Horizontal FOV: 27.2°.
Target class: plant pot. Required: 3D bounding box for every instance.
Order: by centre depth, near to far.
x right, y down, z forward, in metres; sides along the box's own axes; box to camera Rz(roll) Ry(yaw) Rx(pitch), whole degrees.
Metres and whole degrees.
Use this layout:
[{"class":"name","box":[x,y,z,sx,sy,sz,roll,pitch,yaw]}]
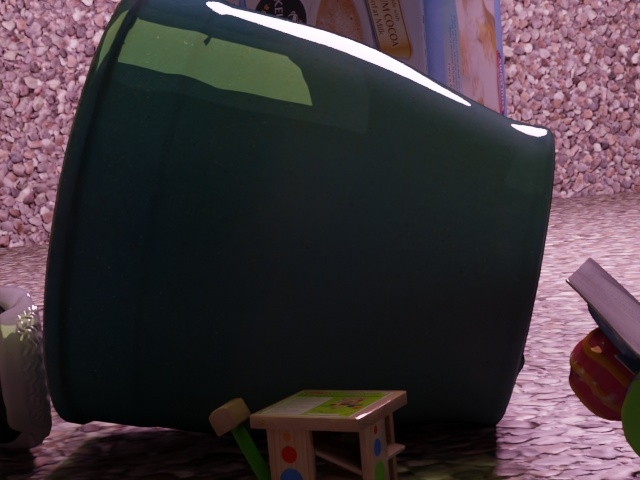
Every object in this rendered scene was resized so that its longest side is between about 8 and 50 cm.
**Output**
[{"class":"plant pot","box":[0.000,0.000,0.790,0.255,0.271,0.271,11,6,5]}]

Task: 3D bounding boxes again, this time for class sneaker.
[{"class":"sneaker","box":[-0.267,0.089,0.826,0.153,0.101,0.268,-8,0,-28]}]

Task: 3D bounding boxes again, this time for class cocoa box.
[{"class":"cocoa box","box":[0.052,-0.104,1.327,0.228,0.347,0.231,-2,6,26]}]

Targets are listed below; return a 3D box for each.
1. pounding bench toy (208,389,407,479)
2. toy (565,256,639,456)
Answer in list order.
[{"class":"pounding bench toy","box":[-0.007,0.103,0.580,0.083,0.065,0.052,-2,6,26]},{"class":"toy","box":[0.161,0.074,0.635,0.056,0.137,0.237,-47,-9,8]}]
